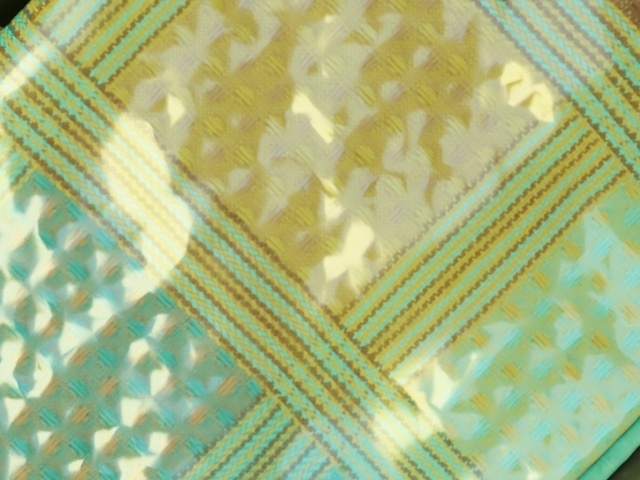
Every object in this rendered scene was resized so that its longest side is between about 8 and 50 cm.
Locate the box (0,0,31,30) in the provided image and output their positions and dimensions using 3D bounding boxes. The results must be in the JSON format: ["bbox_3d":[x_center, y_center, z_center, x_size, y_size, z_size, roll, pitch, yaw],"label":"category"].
[{"bbox_3d":[-0.122,-0.131,0.560,0.083,0.052,0.062,-41,76,6],"label":"box"}]

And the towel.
[{"bbox_3d":[0.000,0.000,0.481,0.271,0.040,0.370,44,95,-2],"label":"towel"}]

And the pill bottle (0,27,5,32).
[{"bbox_3d":[-0.083,-0.066,0.535,0.116,0.065,0.065,-21,78,11],"label":"pill bottle"}]
